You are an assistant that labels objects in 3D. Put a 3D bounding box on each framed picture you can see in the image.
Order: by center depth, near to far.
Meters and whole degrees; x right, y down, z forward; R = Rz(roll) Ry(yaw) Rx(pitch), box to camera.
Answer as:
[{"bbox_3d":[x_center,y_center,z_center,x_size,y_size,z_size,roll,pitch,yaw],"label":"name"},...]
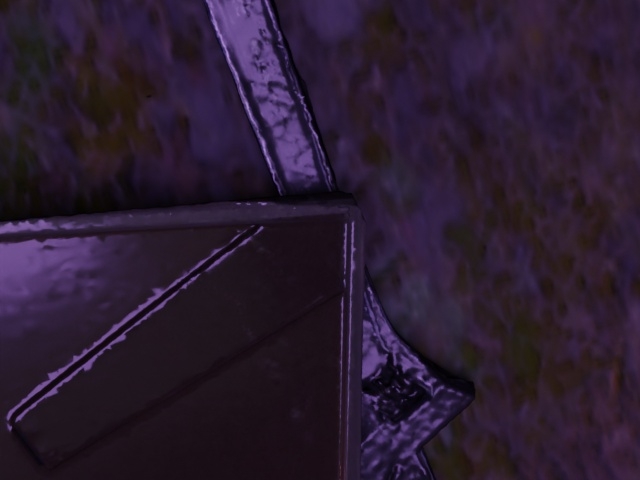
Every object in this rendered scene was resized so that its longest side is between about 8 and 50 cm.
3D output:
[{"bbox_3d":[-0.103,0.079,0.716,0.260,0.023,0.189,-5,103,-17],"label":"framed picture"}]

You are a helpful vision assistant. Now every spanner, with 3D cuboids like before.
[{"bbox_3d":[0.000,0.000,0.760,0.093,0.026,0.325,-20,104,0],"label":"spanner"}]

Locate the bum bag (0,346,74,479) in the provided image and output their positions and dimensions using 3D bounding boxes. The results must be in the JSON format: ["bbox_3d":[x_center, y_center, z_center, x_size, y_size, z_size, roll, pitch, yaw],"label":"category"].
[{"bbox_3d":[-0.170,0.110,0.750,0.232,0.060,0.107,-41,109,6],"label":"bum bag"}]
